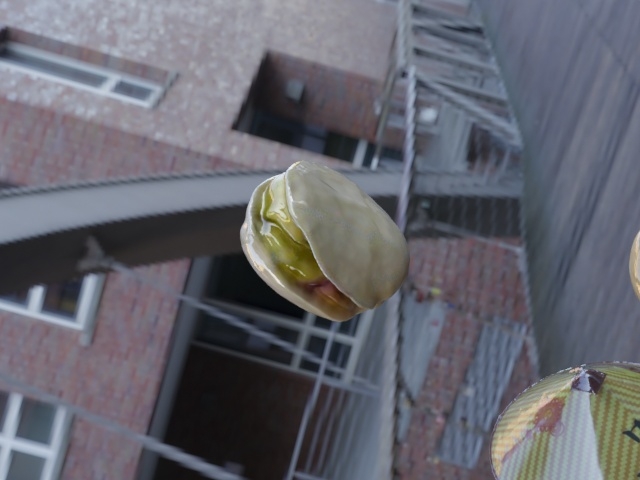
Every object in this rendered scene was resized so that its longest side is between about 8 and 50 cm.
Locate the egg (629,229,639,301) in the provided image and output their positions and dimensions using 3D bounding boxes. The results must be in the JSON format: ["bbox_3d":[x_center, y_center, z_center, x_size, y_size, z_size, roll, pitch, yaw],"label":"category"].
[{"bbox_3d":[0.344,0.026,1.171,0.080,0.080,0.096,150,109,-86],"label":"egg"}]

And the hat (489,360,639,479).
[{"bbox_3d":[0.228,0.139,0.983,0.193,0.193,0.082,-78,-25,-54],"label":"hat"}]

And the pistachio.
[{"bbox_3d":[0.000,0.000,1.118,0.117,0.200,0.145,-28,53,30],"label":"pistachio"}]
